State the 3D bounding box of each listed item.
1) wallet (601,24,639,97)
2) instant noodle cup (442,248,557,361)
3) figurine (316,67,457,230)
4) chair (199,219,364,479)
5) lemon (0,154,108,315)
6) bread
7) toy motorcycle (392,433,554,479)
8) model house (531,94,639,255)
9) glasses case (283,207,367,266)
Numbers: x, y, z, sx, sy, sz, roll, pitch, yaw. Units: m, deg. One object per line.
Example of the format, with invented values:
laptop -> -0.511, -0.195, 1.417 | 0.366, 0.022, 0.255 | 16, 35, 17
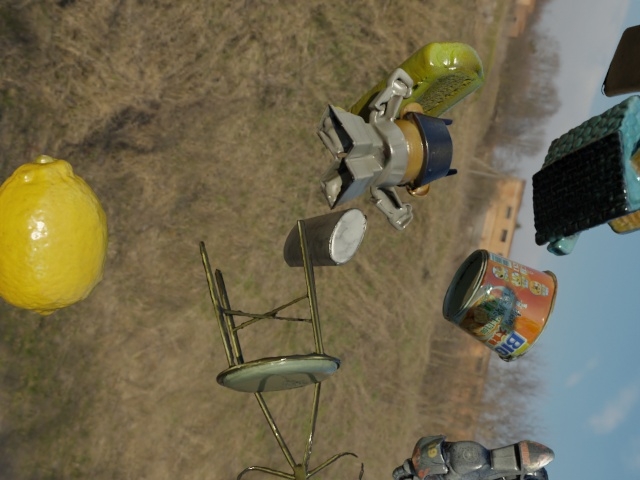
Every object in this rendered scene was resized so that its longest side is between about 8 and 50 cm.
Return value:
wallet -> 0.723, -0.408, 1.484 | 0.318, 0.045, 0.172 | -94, -160, -80
instant noodle cup -> 0.493, 0.166, 1.901 | 0.296, 0.214, 0.296 | -62, -175, 9
figurine -> 0.140, -0.164, 1.280 | 0.143, 0.309, 0.308 | 46, -42, 49
chair -> -0.047, 0.158, 0.801 | 0.170, 0.160, 0.325 | 84, -3, -70
lemon -> -0.258, -0.003, 0.637 | 0.114, 0.114, 0.154 | -27, 126, -75
bread -> 0.178, -0.302, 1.445 | 0.384, 0.166, 0.112 | -34, -124, 52
toy motorcycle -> 0.290, 0.444, 1.311 | 0.173, 0.308, 0.108 | 76, 15, -46
model house -> 0.526, -0.077, 1.187 | 0.241, 0.226, 0.261 | -57, -172, -23
glasses case -> 0.000, 0.000, 1.336 | 0.114, 0.060, 0.299 | -64, -164, -10
